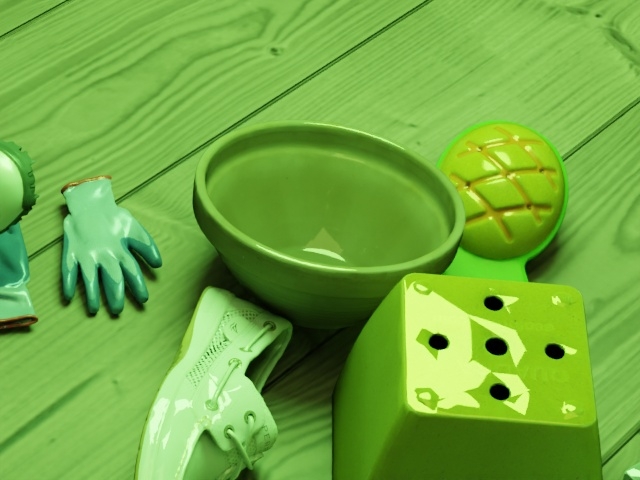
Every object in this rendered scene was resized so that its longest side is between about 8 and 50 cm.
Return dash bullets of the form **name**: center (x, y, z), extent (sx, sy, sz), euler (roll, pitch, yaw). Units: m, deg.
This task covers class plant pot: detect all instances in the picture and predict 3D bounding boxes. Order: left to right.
- **plant pot**: center (0.000, 0.000, 1.598), extent (0.237, 0.110, 0.237), euler (9, 34, -6)
- **plant pot**: center (0.123, 0.143, 1.434), extent (0.212, 0.187, 0.212), euler (5, 44, -4)

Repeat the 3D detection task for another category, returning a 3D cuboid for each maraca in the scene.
- **maraca**: center (0.158, -0.026, 1.674), extent (0.127, 0.099, 0.186), euler (18, 71, 6)

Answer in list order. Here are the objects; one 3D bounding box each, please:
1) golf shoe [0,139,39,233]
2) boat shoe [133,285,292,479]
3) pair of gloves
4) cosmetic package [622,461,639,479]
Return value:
- **golf shoe**: center (-0.376, -0.024, 1.548), extent (0.272, 0.105, 0.120), euler (-8, 14, 8)
- **boat shoe**: center (-0.081, 0.144, 1.465), extent (0.096, 0.098, 0.277), euler (13, 44, 5)
- **pair of gloves**: center (-0.247, 0.013, 1.625), extent (0.198, 0.023, 0.159), euler (-13, 50, -14)
- **cosmetic package**: center (0.271, 0.242, 1.324), extent (0.127, 0.238, 0.107), euler (-27, 52, -27)
